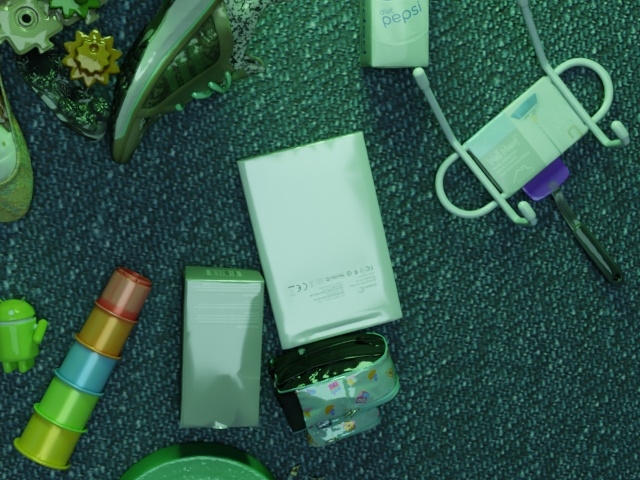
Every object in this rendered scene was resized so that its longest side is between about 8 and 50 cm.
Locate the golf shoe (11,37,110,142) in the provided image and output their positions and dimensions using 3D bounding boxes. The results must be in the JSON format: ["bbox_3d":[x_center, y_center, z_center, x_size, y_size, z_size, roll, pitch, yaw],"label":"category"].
[{"bbox_3d":[-0.388,-0.221,1.613,0.077,0.094,0.198,-34,76,-17],"label":"golf shoe"}]

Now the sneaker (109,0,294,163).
[{"bbox_3d":[-0.171,-0.252,1.558,0.182,0.158,0.410,25,120,-21],"label":"sneaker"}]

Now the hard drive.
[{"bbox_3d":[0.000,0.000,1.724,0.203,0.040,0.307,-14,100,-7],"label":"hard drive"}]

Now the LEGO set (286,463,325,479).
[{"bbox_3d":[-0.019,0.406,1.788,0.083,0.023,0.054,28,93,-12],"label":"LEGO set"}]

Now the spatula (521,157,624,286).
[{"bbox_3d":[0.414,-0.040,1.794,0.084,0.030,0.296,-40,102,-4],"label":"spatula"}]

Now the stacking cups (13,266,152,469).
[{"bbox_3d":[-0.363,0.188,1.669,0.096,0.096,0.316,25,90,-12],"label":"stacking cups"}]

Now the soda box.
[{"bbox_3d":[0.111,-0.406,1.657,0.091,0.098,0.286,-2,99,-9],"label":"soda box"}]

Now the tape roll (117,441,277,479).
[{"bbox_3d":[-0.197,0.487,1.743,0.321,0.077,0.321,-1,98,-9],"label":"tape roll"}]

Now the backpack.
[{"bbox_3d":[0.030,0.225,1.698,0.188,0.166,0.144,-25,104,-1],"label":"backpack"}]

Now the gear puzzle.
[{"bbox_3d":[-0.402,-0.359,1.528,0.175,0.044,0.339,-36,102,-13],"label":"gear puzzle"}]

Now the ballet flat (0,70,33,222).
[{"bbox_3d":[-0.502,-0.189,1.575,0.123,0.123,0.348,-12,100,-8],"label":"ballet flat"}]

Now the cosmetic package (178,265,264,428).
[{"bbox_3d":[-0.156,0.167,1.693,0.127,0.107,0.237,3,100,-10],"label":"cosmetic package"}]

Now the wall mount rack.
[{"bbox_3d":[0.306,-0.204,1.700,0.350,0.130,0.304,-40,95,-6],"label":"wall mount rack"}]

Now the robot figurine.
[{"bbox_3d":[-0.464,0.142,1.652,0.101,0.067,0.115,-2,99,11],"label":"robot figurine"}]
